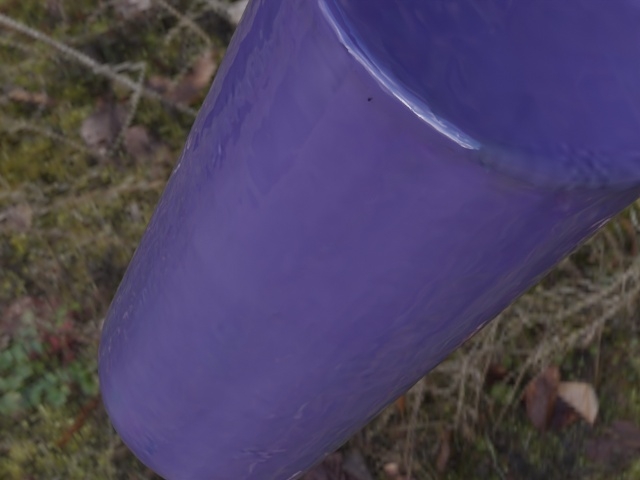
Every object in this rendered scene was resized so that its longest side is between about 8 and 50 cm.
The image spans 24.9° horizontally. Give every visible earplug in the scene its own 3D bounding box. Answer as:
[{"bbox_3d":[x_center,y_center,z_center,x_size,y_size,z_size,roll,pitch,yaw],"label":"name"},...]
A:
[{"bbox_3d":[0.000,0.000,0.811,0.215,0.456,0.215,14,53,-19],"label":"earplug"}]
